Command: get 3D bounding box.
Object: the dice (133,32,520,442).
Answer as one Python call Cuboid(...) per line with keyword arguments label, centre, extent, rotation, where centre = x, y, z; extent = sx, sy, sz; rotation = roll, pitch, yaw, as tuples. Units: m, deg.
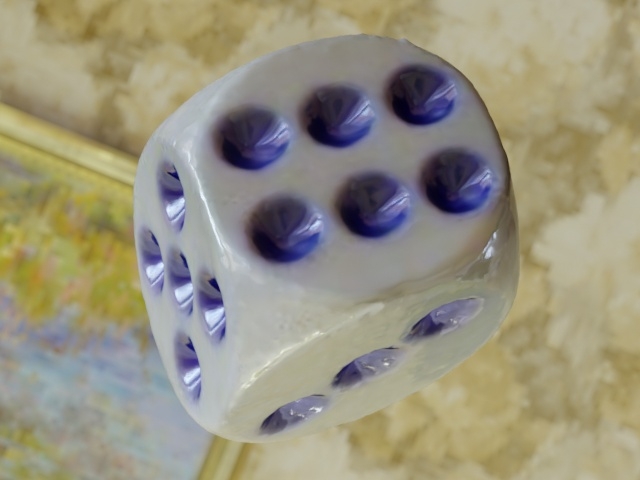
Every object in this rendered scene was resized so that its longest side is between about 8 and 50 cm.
Cuboid(label="dice", centre=(0.000, 0.000, 1.558), extent=(0.259, 0.243, 0.251), rotation=(-14, 156, -21))
